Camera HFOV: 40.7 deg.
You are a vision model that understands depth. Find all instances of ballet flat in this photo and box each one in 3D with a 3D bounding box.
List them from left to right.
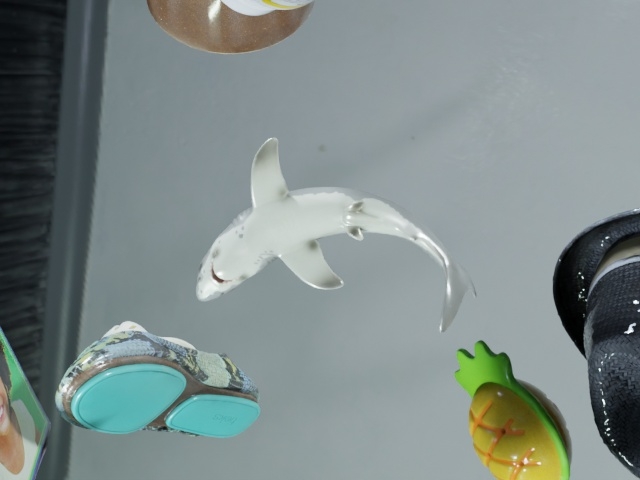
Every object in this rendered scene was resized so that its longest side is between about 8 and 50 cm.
[{"bbox_3d":[-0.103,0.083,0.525,0.070,0.188,0.070,-7,69,20],"label":"ballet flat"}]

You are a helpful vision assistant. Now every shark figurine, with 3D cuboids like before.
[{"bbox_3d":[0.025,-0.015,0.846,0.278,0.116,0.166,5,101,2],"label":"shark figurine"}]

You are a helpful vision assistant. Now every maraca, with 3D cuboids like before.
[{"bbox_3d":[0.211,0.199,0.962,0.186,0.099,0.127,61,148,8],"label":"maraca"}]

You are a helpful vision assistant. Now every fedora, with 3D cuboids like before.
[{"bbox_3d":[0.348,0.132,0.792,0.334,0.152,0.334,24,142,20],"label":"fedora"}]

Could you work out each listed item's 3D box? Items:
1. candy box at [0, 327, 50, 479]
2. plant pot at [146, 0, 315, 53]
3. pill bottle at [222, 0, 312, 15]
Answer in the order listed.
[{"bbox_3d":[-0.323,0.039,0.407,0.268,0.122,0.317,-17,117,0],"label":"candy box"},{"bbox_3d":[-0.108,-0.374,0.995,0.215,0.215,0.230,40,156,18],"label":"plant pot"},{"bbox_3d":[-0.018,-0.278,0.776,0.208,0.119,0.119,-4,98,57],"label":"pill bottle"}]
